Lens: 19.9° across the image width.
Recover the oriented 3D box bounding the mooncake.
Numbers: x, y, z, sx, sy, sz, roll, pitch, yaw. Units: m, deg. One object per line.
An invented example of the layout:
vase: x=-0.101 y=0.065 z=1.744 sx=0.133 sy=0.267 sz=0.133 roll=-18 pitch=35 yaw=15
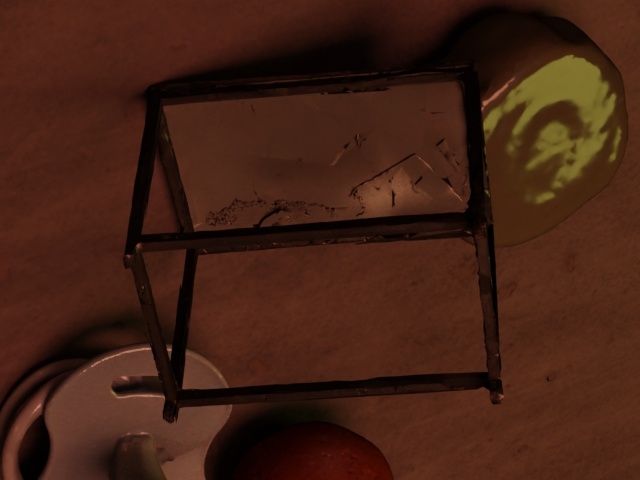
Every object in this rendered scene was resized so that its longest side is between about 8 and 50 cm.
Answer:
mooncake: x=0.208 y=-0.124 z=1.999 sx=0.275 sy=0.135 sz=0.275 roll=-18 pitch=130 yaw=-23

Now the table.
table: x=0.000 y=0.000 z=1.784 sx=0.335 sy=0.272 sz=0.222 roll=-5 pitch=129 yaw=6

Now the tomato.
tomato: x=-0.013 y=0.311 z=2.147 sx=0.208 sy=0.184 sz=0.208 roll=-13 pitch=122 yaw=-21

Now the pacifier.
pacifier: x=-0.208 y=0.259 z=1.961 sx=0.244 sy=0.233 sz=0.299 roll=-1 pitch=122 yaw=-27
